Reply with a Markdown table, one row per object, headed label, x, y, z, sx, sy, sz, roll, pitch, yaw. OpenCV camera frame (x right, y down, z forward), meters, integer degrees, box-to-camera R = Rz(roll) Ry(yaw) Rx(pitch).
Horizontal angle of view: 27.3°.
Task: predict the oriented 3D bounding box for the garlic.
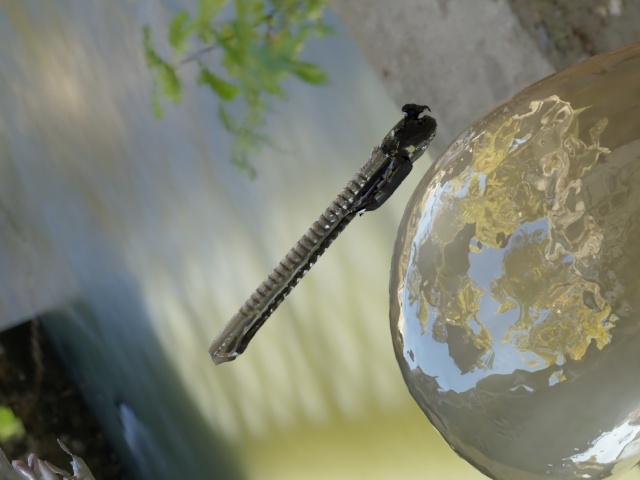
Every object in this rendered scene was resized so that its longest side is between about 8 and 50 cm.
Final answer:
| label | x | y | z | sx | sy | sz | roll | pitch | yaw |
| --- | --- | --- | --- | --- | --- | --- | --- | --- | --- |
| garlic | 0.123 | 0.006 | 0.536 | 0.245 | 0.164 | 0.145 | -52 | 59 | 31 |

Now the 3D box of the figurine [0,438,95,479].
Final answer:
| label | x | y | z | sx | sy | sz | roll | pitch | yaw |
| --- | --- | --- | --- | --- | --- | --- | --- | --- | --- |
| figurine | -0.290 | 0.334 | 1.277 | 0.206 | 0.284 | 0.316 | -8 | 72 | 30 |

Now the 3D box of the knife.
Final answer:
| label | x | y | z | sx | sy | sz | roll | pitch | yaw |
| --- | --- | --- | --- | --- | --- | --- | --- | --- | --- |
| knife | 0.004 | 0.004 | 1.409 | 0.043 | 0.365 | 0.089 | 46 | -168 | 28 |
